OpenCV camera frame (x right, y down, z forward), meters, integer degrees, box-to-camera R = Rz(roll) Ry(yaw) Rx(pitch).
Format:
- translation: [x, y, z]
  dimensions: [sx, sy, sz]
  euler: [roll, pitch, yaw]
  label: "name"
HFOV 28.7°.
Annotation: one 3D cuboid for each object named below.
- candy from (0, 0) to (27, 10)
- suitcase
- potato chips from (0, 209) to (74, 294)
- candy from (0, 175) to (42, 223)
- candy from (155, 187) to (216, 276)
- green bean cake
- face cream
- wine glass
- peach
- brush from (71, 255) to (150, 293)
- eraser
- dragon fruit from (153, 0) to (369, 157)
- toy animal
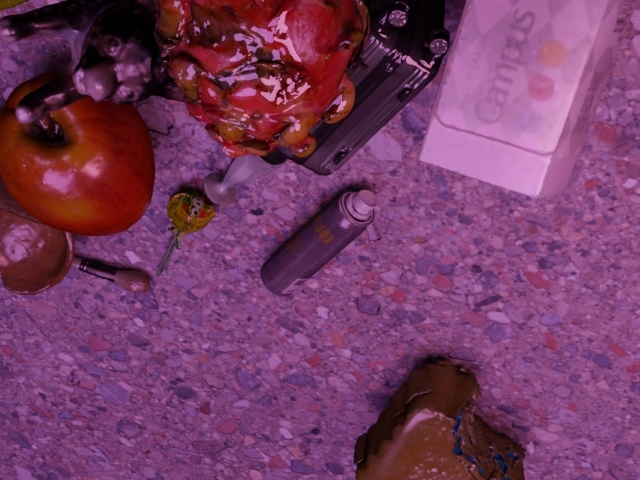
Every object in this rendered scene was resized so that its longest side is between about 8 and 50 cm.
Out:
- translation: [-0.475, -0.386, 1.851]
  dimensions: [0.209, 0.097, 0.097]
  euler: [-14, 128, 37]
  label: "candy"
- translation: [0.051, -0.246, 1.717]
  dimensions: [0.128, 0.202, 0.312]
  euler: [29, 133, -20]
  label: "suitcase"
- translation: [-0.523, 0.002, 2.267]
  dimensions: [0.195, 0.062, 0.208]
  euler: [11, 120, 13]
  label: "potato chips"
- translation: [-0.513, -0.107, 2.086]
  dimensions: [0.234, 0.104, 0.102]
  euler: [21, 111, -42]
  label: "candy"
- translation: [-0.251, -0.007, 2.184]
  dimensions: [0.077, 0.073, 0.262]
  euler: [41, 144, 4]
  label: "candy"
- translation: [0.247, 0.377, 2.305]
  dimensions: [0.310, 0.202, 0.285]
  euler: [29, 124, -12]
  label: "green bean cake"
- translation: [0.000, 0.000, 2.082]
  dimensions: [0.073, 0.073, 0.283]
  euler: [34, 135, -15]
  label: "face cream"
- translation: [-0.121, -0.118, 2.013]
  dimensions: [0.073, 0.073, 0.155]
  euler: [36, 138, -17]
  label: "wine glass"
- translation: [-0.382, -0.135, 1.969]
  dimensions: [0.281, 0.238, 0.281]
  euler: [38, 176, 3]
  label: "peach"
- translation: [-0.455, 0.041, 2.321]
  dimensions: [0.299, 0.042, 0.039]
  euler: [18, 123, 7]
  label: "brush"
- translation: [0.280, -0.260, 1.588]
  dimensions: [0.213, 0.082, 0.397]
  euler: [17, 111, 2]
  label: "eraser"
- translation: [-0.064, -0.242, 1.534]
  dimensions: [0.269, 0.250, 0.291]
  euler: [-3, 102, 26]
  label: "dragon fruit"
- translation: [-0.229, -0.284, 1.704]
  dimensions: [0.302, 0.344, 0.194]
  euler: [0, 121, 20]
  label: "toy animal"
